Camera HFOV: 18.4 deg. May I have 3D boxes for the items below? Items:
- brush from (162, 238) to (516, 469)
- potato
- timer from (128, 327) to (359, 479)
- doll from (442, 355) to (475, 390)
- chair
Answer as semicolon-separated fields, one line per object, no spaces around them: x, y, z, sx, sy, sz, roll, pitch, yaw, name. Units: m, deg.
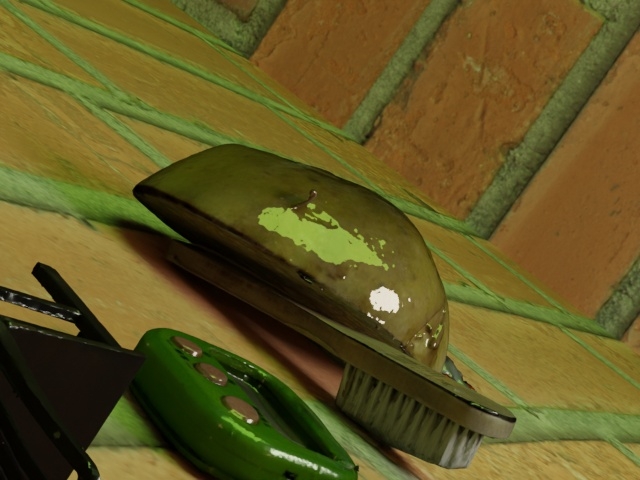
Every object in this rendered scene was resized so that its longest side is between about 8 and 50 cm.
0.002;0.087;1.507;0.327;0.065;0.070;29;8;30;brush
0.000;0.000;1.604;0.299;0.116;0.239;33;-3;-16;potato
-0.047;0.108;1.170;0.128;0.047;0.140;27;11;-40;timer
0.077;0.089;1.785;0.104;0.062;0.194;-1;42;-48;doll
-0.124;0.084;0.862;0.101;0.084;0.212;22;15;-46;chair
